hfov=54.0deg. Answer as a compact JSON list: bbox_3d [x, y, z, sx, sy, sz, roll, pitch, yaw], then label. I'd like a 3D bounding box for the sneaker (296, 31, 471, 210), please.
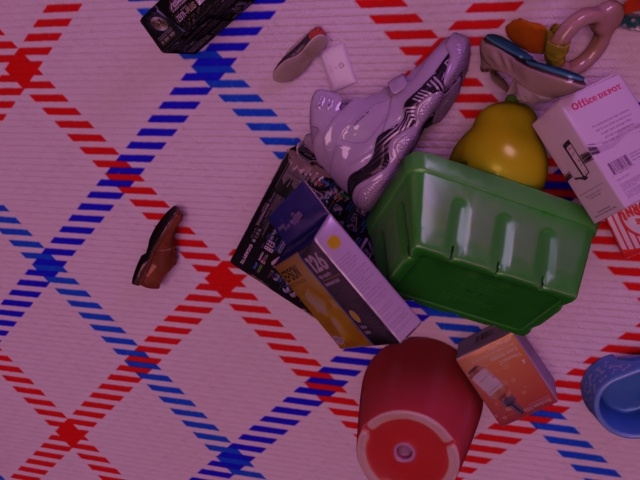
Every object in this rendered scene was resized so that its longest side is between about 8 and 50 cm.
[{"bbox_3d":[0.111,-0.255,1.173,0.210,0.137,0.366,35,98,16],"label":"sneaker"}]

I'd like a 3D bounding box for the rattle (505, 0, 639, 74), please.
[{"bbox_3d":[0.457,-0.383,1.102,0.199,0.143,0.130,-41,124,7],"label":"rattle"}]

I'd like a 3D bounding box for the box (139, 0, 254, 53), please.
[{"bbox_3d":[-0.233,-0.448,1.215,0.180,0.147,0.078,-34,94,22],"label":"box"}]

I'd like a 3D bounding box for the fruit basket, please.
[{"bbox_3d":[0.293,-0.061,1.137,0.392,0.392,0.283,34,144,4],"label":"fruit basket"}]

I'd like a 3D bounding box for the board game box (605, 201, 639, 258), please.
[{"bbox_3d":[0.582,-0.083,1.141,0.146,0.045,0.194,-27,96,21],"label":"board game box"}]

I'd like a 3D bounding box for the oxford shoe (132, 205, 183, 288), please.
[{"bbox_3d":[-0.355,0.018,1.431,0.076,0.076,0.212,22,110,-23],"label":"oxford shoe"}]

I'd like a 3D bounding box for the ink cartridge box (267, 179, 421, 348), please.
[{"bbox_3d":[0.009,0.063,1.152,0.072,0.303,0.307,-42,93,-19],"label":"ink cartridge box"}]

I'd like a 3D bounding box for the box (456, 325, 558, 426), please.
[{"bbox_3d":[0.376,0.263,1.271,0.130,0.091,0.171,-33,94,21],"label":"box"}]

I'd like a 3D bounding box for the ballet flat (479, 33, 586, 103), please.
[{"bbox_3d":[0.350,-0.279,1.070,0.086,0.248,0.086,-11,126,-16],"label":"ballet flat"}]

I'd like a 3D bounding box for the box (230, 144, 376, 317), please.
[{"bbox_3d":[0.000,0.000,1.314,0.293,0.073,0.296,31,110,4],"label":"box"}]

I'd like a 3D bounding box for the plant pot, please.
[{"bbox_3d":[0.190,0.369,1.272,0.274,0.243,0.275,4,106,15],"label":"plant pot"}]

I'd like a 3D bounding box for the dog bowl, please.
[{"bbox_3d":[0.657,0.280,1.207,0.297,0.074,0.166,-29,96,21],"label":"dog bowl"}]

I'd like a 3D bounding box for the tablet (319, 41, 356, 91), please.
[{"bbox_3d":[0.034,-0.344,1.244,0.054,0.006,0.083,-18,100,19],"label":"tablet"}]

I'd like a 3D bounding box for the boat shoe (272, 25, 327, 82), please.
[{"bbox_3d":[-0.043,-0.367,1.241,0.137,0.049,0.043,-38,50,24],"label":"boat shoe"}]

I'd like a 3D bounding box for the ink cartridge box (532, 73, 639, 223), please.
[{"bbox_3d":[0.478,-0.154,1.050,0.148,0.086,0.203,-25,80,-20],"label":"ink cartridge box"}]
